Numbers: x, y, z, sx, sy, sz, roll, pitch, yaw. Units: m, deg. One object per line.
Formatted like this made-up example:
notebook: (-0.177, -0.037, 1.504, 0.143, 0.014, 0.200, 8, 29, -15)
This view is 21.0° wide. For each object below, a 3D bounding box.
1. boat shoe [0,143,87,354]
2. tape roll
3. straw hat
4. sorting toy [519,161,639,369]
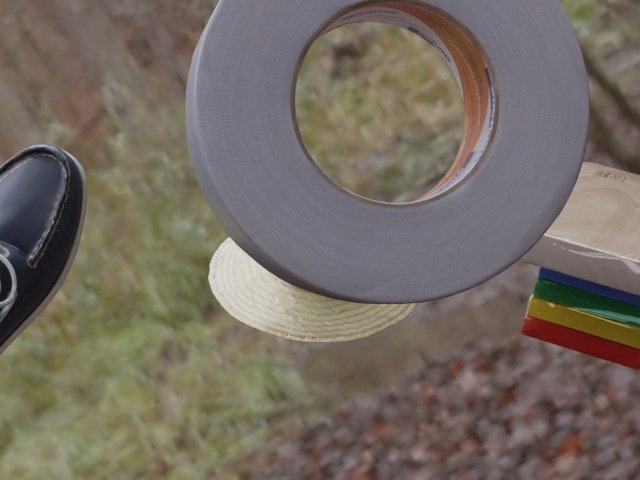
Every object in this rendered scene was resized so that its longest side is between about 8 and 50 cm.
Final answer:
boat shoe: (-0.255, 0.033, 1.223, 0.254, 0.095, 0.079, -54, -16, -12)
tape roll: (0.035, -0.073, 0.964, 0.219, 0.219, 0.072, -32, 4, -9)
straw hat: (0.000, 0.000, 1.080, 0.144, 0.061, 0.144, 6, 31, -4)
sorting toy: (0.284, 0.039, 1.278, 0.255, 0.089, 0.257, 17, 17, 15)
